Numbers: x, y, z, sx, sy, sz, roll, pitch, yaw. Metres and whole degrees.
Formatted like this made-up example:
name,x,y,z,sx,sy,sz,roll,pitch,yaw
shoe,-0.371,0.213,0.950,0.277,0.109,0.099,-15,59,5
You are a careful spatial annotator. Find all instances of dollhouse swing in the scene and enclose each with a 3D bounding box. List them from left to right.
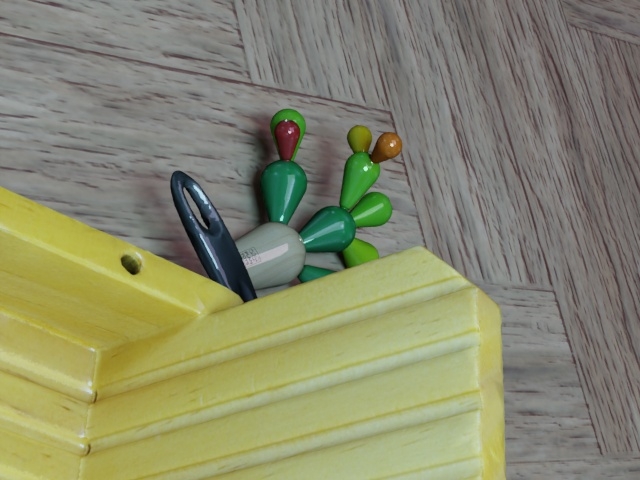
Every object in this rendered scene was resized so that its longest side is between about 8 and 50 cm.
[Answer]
name,x,y,z,sx,sy,sz,roll,pitch,yaw
dollhouse swing,-0.116,0.124,0.742,0.315,0.305,0.347,27,51,-31

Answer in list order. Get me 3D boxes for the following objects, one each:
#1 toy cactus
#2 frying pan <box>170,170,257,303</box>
name,x,y,z,sx,sy,sz,roll,pitch,yaw
toy cactus,0.000,0.000,1.096,0.180,0.112,0.219,-22,91,-39
frying pan,-0.038,0.127,0.997,0.326,0.053,0.197,44,46,-18
